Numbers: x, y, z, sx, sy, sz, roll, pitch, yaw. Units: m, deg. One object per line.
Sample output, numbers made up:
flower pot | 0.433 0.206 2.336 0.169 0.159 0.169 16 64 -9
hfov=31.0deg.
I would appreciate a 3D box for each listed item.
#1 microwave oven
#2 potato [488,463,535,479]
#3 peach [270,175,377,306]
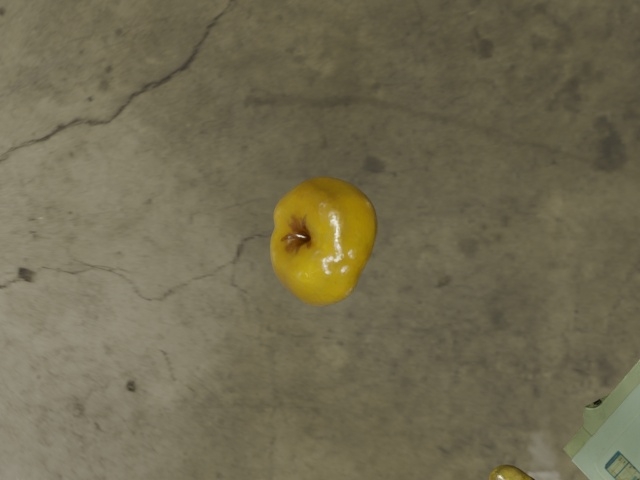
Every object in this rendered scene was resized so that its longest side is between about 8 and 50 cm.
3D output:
microwave oven | 0.607 0.280 1.793 0.218 0.355 0.286 -15 53 -47
potato | 0.246 0.308 1.413 0.092 0.046 0.045 37 109 -1
peach | 0.000 0.000 1.579 0.103 0.179 0.179 12 85 -42
